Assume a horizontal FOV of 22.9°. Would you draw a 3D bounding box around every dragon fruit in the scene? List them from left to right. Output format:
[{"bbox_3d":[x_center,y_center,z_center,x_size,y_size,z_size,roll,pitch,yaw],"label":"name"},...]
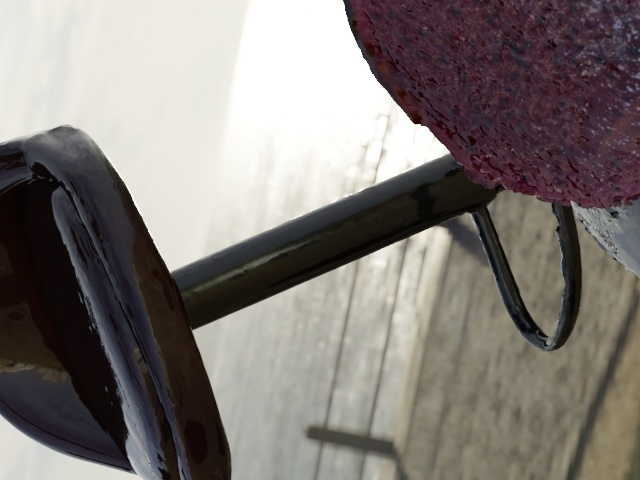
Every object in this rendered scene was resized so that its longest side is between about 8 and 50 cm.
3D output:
[{"bbox_3d":[0.091,-0.101,0.573,0.111,0.153,0.153,-51,-12,-33],"label":"dragon fruit"}]

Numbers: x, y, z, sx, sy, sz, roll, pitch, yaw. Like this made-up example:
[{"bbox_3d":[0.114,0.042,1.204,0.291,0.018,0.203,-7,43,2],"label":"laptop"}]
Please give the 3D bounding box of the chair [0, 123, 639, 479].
[{"bbox_3d":[0.000,0.000,0.853,0.226,0.401,0.226,57,161,32],"label":"chair"}]
